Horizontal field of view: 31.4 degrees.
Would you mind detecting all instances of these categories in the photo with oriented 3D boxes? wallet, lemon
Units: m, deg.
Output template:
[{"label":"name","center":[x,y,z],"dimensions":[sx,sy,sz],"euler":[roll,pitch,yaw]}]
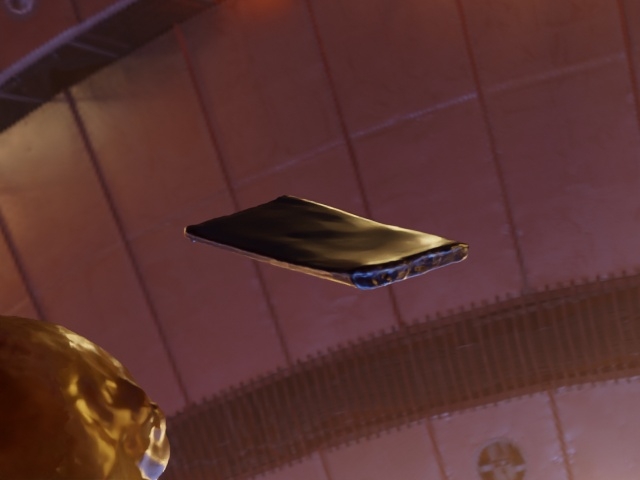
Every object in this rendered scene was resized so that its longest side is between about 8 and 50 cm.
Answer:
[{"label":"wallet","center":[0.000,-0.001,1.098],"dimensions":[0.285,0.146,0.030],"euler":[15,-68,49]},{"label":"lemon","center":[-0.271,0.197,0.895],"dimensions":[0.297,0.297,0.297],"euler":[-1,-92,25]}]
